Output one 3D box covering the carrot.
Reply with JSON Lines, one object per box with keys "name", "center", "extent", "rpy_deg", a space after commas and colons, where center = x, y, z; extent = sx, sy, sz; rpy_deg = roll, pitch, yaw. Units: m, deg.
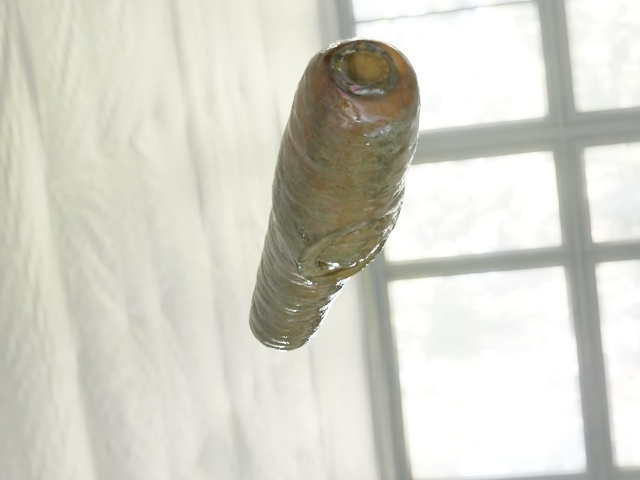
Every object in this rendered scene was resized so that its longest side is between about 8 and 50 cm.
{"name": "carrot", "center": [-0.001, -0.001, 0.837], "extent": [0.342, 0.070, 0.070], "rpy_deg": [109, 163, -65]}
